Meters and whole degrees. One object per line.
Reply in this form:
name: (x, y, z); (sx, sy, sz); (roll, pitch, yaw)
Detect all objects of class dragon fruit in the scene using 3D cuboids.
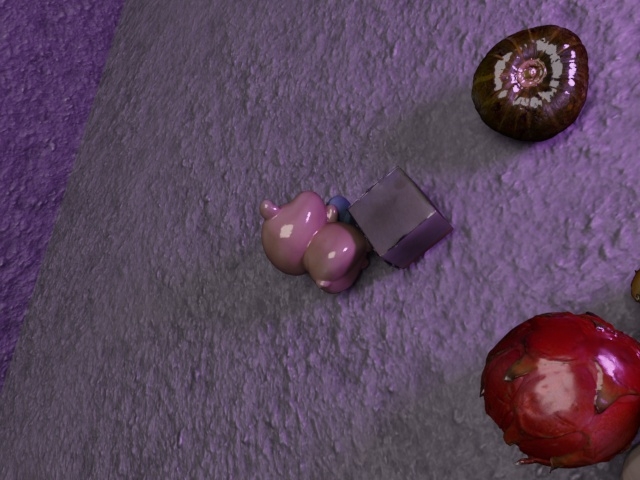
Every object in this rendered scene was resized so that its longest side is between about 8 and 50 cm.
dragon fruit: (0.379, 0.227, 0.777); (0.252, 0.241, 0.241); (-19, 64, 8)

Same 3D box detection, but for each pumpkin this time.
pumpkin: (0.407, -0.298, 0.972); (0.219, 0.162, 0.219); (1, 95, 16)

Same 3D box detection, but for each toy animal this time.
toy animal: (-0.009, 0.015, 1.120); (0.229, 0.210, 0.221); (-15, 56, -11)

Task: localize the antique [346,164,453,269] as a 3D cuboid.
antique: (0.169, -0.041, 1.044); (0.152, 0.148, 0.147); (-41, 58, 16)

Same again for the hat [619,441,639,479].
hat: (0.475, 0.287, 0.677); (0.164, 0.219, 0.226); (-16, 91, 48)

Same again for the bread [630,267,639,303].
bread: (0.609, 0.078, 0.712); (0.262, 0.162, 0.204); (-29, 60, 50)
